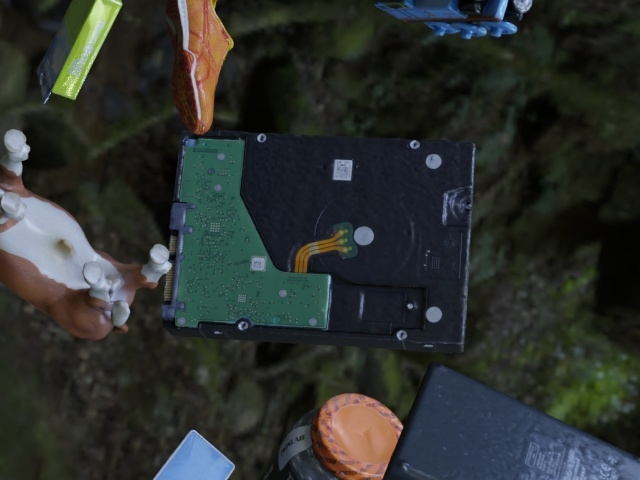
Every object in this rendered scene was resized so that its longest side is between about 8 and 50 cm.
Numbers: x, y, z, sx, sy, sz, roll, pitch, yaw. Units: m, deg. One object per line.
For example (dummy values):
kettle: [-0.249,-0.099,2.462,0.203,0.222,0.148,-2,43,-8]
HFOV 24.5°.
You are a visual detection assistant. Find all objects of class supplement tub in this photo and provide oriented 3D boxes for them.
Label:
supplement tub: [0.003,0.235,1.391,0.190,0.117,0.117,-60,-175,41]

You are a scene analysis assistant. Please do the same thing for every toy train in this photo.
toy train: [0.146,-0.269,1.605,0.184,0.105,0.080,13,-95,55]

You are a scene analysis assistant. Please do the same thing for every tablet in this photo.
tablet: [-0.118,0.216,1.324,0.083,0.054,0.006,-52,-174,-38]

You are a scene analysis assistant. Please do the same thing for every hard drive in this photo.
hard drive: [0.107,0.126,0.792,0.094,0.135,0.022,-61,175,-51]
hard drive: [0.000,0.000,1.656,0.064,0.339,0.237,71,22,-73]

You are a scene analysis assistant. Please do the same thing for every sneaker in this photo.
sneaker: [-0.118,-0.188,1.505,0.064,0.067,0.175,130,-40,-57]

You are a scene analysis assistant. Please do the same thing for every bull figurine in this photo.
bull figurine: [-0.299,-0.009,1.459,0.188,0.310,0.101,-23,-143,55]

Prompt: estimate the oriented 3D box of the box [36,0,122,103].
box: [-0.334,-0.279,2.032,0.178,0.042,0.109,-58,-151,23]
